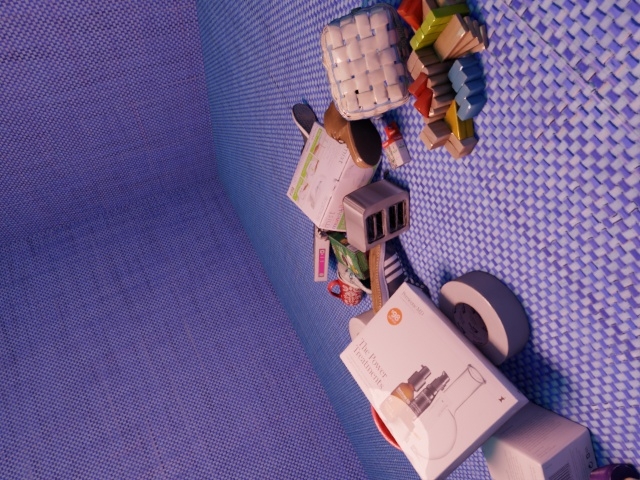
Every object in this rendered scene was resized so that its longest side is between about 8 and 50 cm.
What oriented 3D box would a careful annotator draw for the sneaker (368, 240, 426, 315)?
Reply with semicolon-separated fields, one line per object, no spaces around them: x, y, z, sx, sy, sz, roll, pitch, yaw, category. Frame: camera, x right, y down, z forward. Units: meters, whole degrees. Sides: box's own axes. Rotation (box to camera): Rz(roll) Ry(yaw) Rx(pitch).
0.238;0.096;1.264;0.099;0.153;0.282;122;149;-69;sneaker

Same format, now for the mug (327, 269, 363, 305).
0.107;0.176;1.627;0.169;0.150;0.113;84;-171;-50;mug

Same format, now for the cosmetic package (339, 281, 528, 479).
0.252;0.333;1.005;0.097;0.284;0.377;26;-162;-47;cosmetic package

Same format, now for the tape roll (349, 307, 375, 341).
0.232;0.349;1.430;0.246;0.169;0.246;52;154;37;tape roll

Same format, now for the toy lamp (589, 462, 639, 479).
0.594;0.439;0.709;0.080;0.080;0.275;62;161;16;toy lamp

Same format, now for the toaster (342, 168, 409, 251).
0.160;-0.079;1.169;0.110;0.168;0.186;41;148;47;toaster

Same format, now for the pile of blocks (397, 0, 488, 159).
0.230;-0.329;0.788;0.149;0.112;0.362;18;128;65;pile of blocks

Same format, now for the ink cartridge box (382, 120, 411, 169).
0.195;-0.253;1.086;0.115;0.029;0.063;68;161;-1;ink cartridge box

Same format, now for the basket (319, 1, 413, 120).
0.110;-0.400;0.942;0.289;0.201;0.255;-85;-21;-68;basket

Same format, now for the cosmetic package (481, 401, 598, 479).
0.488;0.485;0.925;0.183;0.151;0.151;6;116;68;cosmetic package

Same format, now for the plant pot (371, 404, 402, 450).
0.312;0.457;1.149;0.243;0.275;0.275;39;-171;-50;plant pot

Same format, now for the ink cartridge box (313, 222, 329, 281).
0.000;0.000;1.726;0.371;0.069;0.176;89;178;-50;ink cartridge box

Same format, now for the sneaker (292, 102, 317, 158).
-0.052;-0.379;1.516;0.226;0.086;0.163;62;157;14;sneaker

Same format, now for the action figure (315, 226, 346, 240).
0.045;-0.085;1.491;0.276;0.141;0.164;107;158;-60;action figure

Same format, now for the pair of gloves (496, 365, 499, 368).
0.439;0.317;1.087;0.074;0.010;0.083;64;163;7;pair of gloves

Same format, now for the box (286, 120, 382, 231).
0.032;-0.198;1.264;0.231;0.126;0.262;45;120;45;box

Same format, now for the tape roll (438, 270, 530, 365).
0.388;0.186;0.988;0.219;0.072;0.219;52;155;36;tape roll

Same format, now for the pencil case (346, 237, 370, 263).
0.147;0.025;1.423;0.098;0.095;0.209;52;165;-14;pencil case

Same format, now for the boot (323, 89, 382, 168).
0.080;-0.288;1.094;0.115;0.112;0.305;-38;45;33;boot

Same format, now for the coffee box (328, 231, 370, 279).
0.098;0.047;1.377;0.184;0.040;0.113;35;151;58;coffee box

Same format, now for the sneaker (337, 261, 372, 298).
0.153;0.119;1.441;0.283;0.110;0.122;31;166;45;sneaker
